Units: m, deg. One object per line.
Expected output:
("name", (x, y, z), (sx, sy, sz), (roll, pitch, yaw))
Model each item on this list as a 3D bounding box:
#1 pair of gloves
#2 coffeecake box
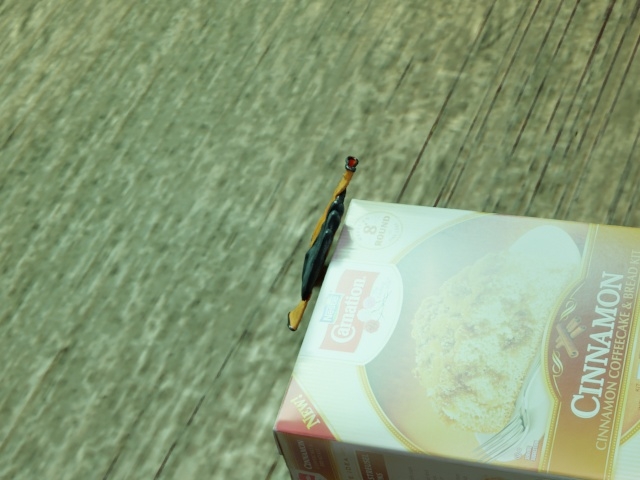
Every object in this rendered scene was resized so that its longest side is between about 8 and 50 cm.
("pair of gloves", (0.000, 0.000, 0.747), (0.010, 0.074, 0.083), (21, 26, -3))
("coffeecake box", (0.089, 0.061, 0.687), (0.185, 0.068, 0.142), (6, 53, 17))
